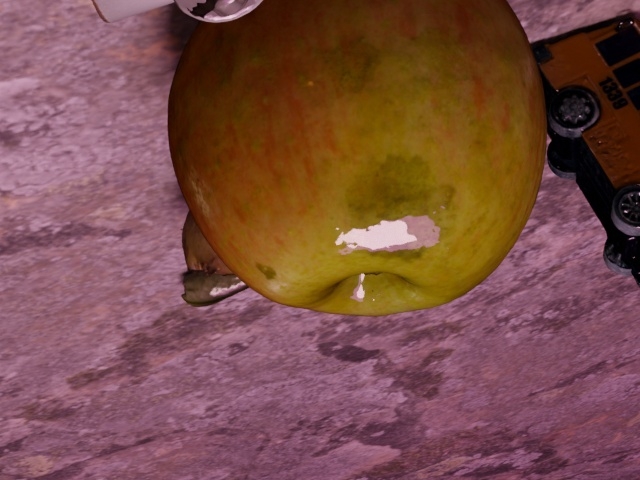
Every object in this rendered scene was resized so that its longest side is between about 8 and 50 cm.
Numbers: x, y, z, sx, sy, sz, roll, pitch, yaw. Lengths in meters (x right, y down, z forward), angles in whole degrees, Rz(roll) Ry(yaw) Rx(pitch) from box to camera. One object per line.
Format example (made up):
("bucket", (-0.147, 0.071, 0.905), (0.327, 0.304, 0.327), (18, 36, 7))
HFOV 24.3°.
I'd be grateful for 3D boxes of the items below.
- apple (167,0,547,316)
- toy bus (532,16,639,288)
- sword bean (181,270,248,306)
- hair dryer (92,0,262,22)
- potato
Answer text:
("apple", (0.028, -0.063, 0.955), (0.246, 0.226, 0.246), (-13, 157, -6))
("toy bus", (0.243, -0.069, 1.133), (0.114, 0.201, 0.098), (-25, 156, -4))
("sword bean", (-0.001, 0.000, 1.302), (0.269, 0.038, 0.043), (-23, 161, 14))
("hair dryer", (-0.036, -0.143, 0.657), (0.173, 0.357, 0.107), (-20, 113, 1))
("potato", (-0.054, -0.031, 1.175), (0.101, 0.089, 0.172), (-4, -167, 17))
